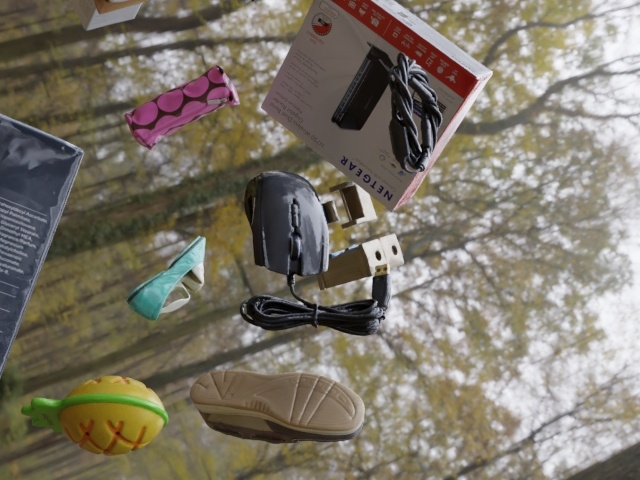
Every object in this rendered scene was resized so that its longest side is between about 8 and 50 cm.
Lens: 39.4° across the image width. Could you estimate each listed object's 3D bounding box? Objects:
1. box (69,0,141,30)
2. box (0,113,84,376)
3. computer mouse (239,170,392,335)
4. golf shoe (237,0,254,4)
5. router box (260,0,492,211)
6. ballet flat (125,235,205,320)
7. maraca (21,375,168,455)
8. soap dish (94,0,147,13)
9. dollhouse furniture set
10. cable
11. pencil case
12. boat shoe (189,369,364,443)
[{"bbox_3d":[-0.363,-0.424,1.494,0.101,0.102,0.087,60,-36,6],"label":"box"},{"bbox_3d":[-0.572,0.024,1.434,0.293,0.212,0.396,-23,-131,60],"label":"box"},{"bbox_3d":[0.000,0.000,1.081,0.262,0.184,0.060,-93,-164,-44],"label":"computer mouse"},{"bbox_3d":[-0.077,-0.348,1.195,0.086,0.069,0.176,-57,-158,8],"label":"golf shoe"},{"bbox_3d":[0.093,-0.272,1.629,0.335,0.082,0.301,39,-58,14],"label":"router box"},{"bbox_3d":[-0.288,0.084,1.798,0.087,0.247,0.083,44,-48,0],"label":"ballet flat"},{"bbox_3d":[-0.291,0.228,1.160,0.127,0.185,0.099,84,5,-55],"label":"maraca"},{"bbox_3d":[-0.244,-0.504,1.380,0.118,0.290,0.229,-141,-147,-62],"label":"soap dish"},{"bbox_3d":[0.058,-0.015,1.759,0.129,0.129,0.184,-18,-92,36],"label":"dollhouse furniture set"},{"bbox_3d":[0.150,-0.203,1.386,0.047,0.150,0.185,-1,-68,32],"label":"cable"},{"bbox_3d":[-0.254,-0.241,1.645,0.095,0.209,0.098,59,3,-48],"label":"pencil case"},{"bbox_3d":[-0.063,0.265,1.371,0.285,0.103,0.092,3,-51,21],"label":"boat shoe"}]
